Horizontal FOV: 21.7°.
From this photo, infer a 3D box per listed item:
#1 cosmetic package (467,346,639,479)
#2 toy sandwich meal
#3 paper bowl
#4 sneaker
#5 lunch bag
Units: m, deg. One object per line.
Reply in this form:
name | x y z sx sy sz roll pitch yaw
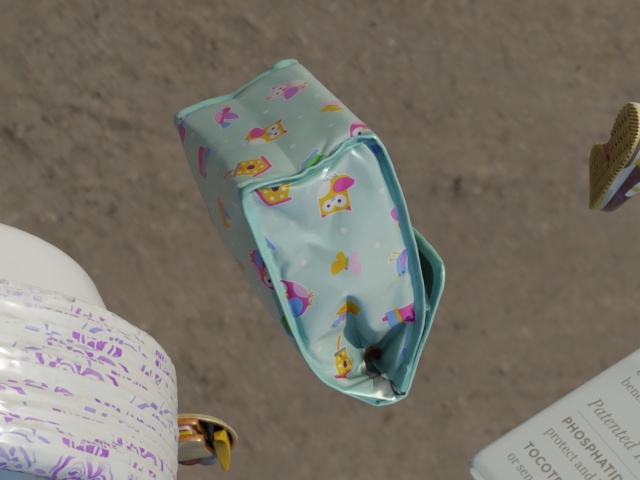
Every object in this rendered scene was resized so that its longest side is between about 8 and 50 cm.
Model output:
cosmetic package | 0.406 0.279 1.471 0.393 0.327 0.329 -32 133 -6
toy sandwich meal | -0.104 0.164 1.321 0.085 0.029 0.086 -2 146 -1
paper bowl | -0.216 0.085 0.876 0.284 0.148 0.284 -2 154 -1
sneaker | 0.301 -0.071 1.534 0.083 0.070 0.185 3 164 -5
lunch bag | 0.000 0.000 1.491 0.160 0.223 0.262 -27 118 -8
